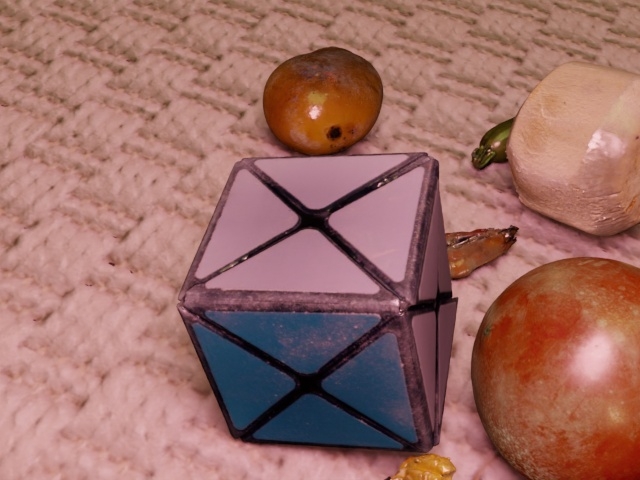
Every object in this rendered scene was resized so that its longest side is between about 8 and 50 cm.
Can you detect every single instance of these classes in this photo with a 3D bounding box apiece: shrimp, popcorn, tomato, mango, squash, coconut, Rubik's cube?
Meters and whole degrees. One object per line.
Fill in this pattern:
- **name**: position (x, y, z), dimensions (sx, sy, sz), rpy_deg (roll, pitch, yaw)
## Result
- **shrimp**: position (0.215, 0.007, 1.291), dimensions (0.190, 0.042, 0.101), rpy_deg (-18, 41, -21)
- **popcorn**: position (0.104, 0.273, 0.973), dimensions (0.084, 0.084, 0.084), rpy_deg (3, 44, -3)
- **tomato**: position (0.284, 0.143, 0.983), dimensions (0.222, 0.270, 0.270), rpy_deg (30, 44, -8)
- **mango**: position (0.008, -0.243, 1.463), dimensions (0.192, 0.146, 0.316), rpy_deg (10, 30, 3)
- **squash**: position (0.384, -0.186, 1.484), dimensions (0.318, 0.071, 0.080), rpy_deg (-13, 50, -18)
- **coconut**: position (0.398, -0.138, 1.323), dimensions (0.244, 0.245, 0.247), rpy_deg (-25, 33, -28)
- **Rubik's cube**: position (0.014, 0.069, 1.012), dimensions (0.260, 0.259, 0.255), rpy_deg (-3, 43, 17)
